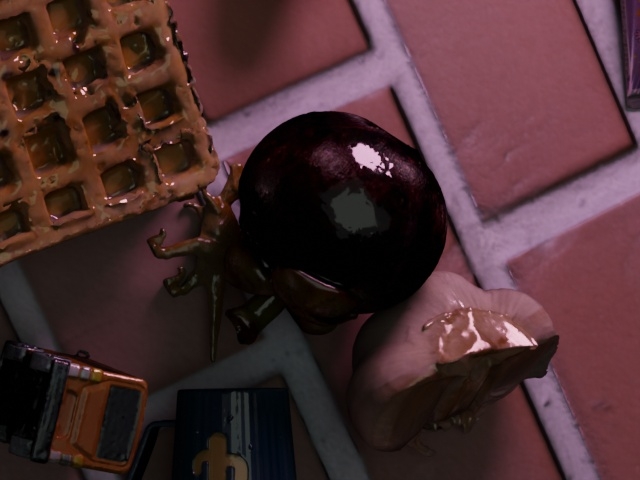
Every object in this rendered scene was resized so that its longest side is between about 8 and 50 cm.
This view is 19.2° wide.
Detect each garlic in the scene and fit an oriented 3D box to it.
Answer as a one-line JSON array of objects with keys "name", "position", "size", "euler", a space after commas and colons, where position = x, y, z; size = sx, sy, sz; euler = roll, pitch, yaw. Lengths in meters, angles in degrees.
[{"name": "garlic", "position": [0.112, 0.112, 1.872], "size": [0.229, 0.178, 0.143], "euler": [-25, 66, -30]}]

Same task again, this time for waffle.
[{"name": "waffle", "position": [-0.298, -0.100, 1.733], "size": [0.376, 0.114, 0.261], "euler": [-24, 109, -21]}]

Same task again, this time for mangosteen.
[{"name": "mangosteen", "position": [0.000, 0.000, 1.806], "size": [0.211, 0.211, 0.250], "euler": [37, 93, -12]}]

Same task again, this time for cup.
[{"name": "cup", "position": [-0.104, 0.219, 1.830], "size": [0.176, 0.131, 0.155], "euler": [0, 86, 11]}]

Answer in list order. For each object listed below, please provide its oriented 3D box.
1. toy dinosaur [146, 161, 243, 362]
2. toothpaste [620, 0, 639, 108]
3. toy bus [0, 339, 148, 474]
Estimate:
[{"name": "toy dinosaur", "position": [-0.095, 0.019, 1.861], "size": [0.126, 0.039, 0.162], "euler": [-32, 100, -13]}, {"name": "toothpaste", "position": [0.350, -0.290, 1.958], "size": [0.114, 0.073, 0.299], "euler": [-13, 102, -13]}, {"name": "toy bus", "position": [-0.237, 0.151, 1.749], "size": [0.114, 0.201, 0.098], "euler": [14, 87, -22]}]
